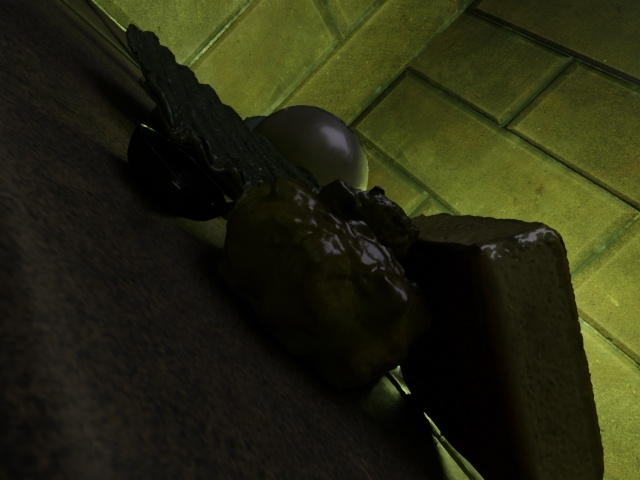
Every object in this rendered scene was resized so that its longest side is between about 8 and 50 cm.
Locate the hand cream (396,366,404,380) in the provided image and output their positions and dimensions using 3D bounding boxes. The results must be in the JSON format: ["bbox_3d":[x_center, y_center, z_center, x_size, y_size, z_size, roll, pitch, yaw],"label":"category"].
[{"bbox_3d":[0.205,0.292,0.800,0.165,0.037,0.057,38,4,2],"label":"hand cream"}]

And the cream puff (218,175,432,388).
[{"bbox_3d":[0.019,0.023,0.493,0.282,0.185,0.282,46,7,-7],"label":"cream puff"}]

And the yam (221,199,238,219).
[{"bbox_3d":[-0.083,-0.047,0.615,0.032,0.146,0.032,16,72,-61],"label":"yam"}]

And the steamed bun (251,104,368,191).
[{"bbox_3d":[-0.045,-0.157,1.050,0.325,0.206,0.324,28,-29,17],"label":"steamed bun"}]

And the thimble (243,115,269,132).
[{"bbox_3d":[-0.159,-0.261,1.283,0.250,0.204,0.172,24,14,-26],"label":"thimble"}]

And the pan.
[{"bbox_3d":[-0.167,-0.068,0.451,0.128,0.048,0.202,45,3,4],"label":"pan"}]

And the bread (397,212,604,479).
[{"bbox_3d":[0.203,0.133,0.591,0.323,0.143,0.332,-158,-129,-78],"label":"bread"}]

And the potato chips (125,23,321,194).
[{"bbox_3d":[-0.172,-0.208,0.765,0.359,0.070,0.429,26,23,-52],"label":"potato chips"}]

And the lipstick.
[{"bbox_3d":[-0.213,-0.174,0.854,0.254,0.070,0.070,44,4,-16],"label":"lipstick"}]
